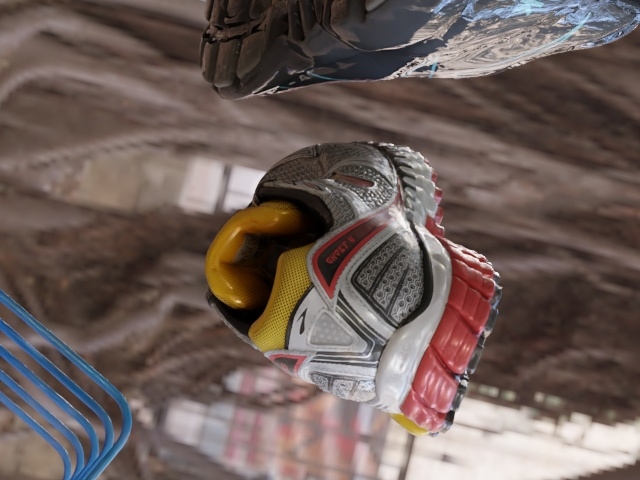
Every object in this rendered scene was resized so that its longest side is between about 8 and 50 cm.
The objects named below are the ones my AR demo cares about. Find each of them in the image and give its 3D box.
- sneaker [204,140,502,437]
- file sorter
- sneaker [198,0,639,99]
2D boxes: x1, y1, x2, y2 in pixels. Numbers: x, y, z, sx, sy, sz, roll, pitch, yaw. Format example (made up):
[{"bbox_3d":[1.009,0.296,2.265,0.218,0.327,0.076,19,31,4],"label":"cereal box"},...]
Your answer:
[{"bbox_3d":[0.000,0.000,0.731,0.225,0.092,0.088,-129,-119,-72],"label":"sneaker"},{"bbox_3d":[-0.171,0.103,0.852,0.118,0.104,0.170,-49,-176,-22],"label":"file sorter"},{"bbox_3d":[0.027,-0.096,0.736,0.267,0.106,0.101,-168,-89,-67],"label":"sneaker"}]
